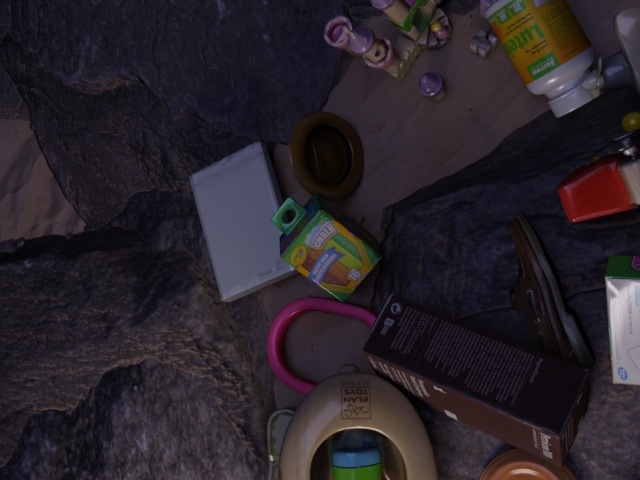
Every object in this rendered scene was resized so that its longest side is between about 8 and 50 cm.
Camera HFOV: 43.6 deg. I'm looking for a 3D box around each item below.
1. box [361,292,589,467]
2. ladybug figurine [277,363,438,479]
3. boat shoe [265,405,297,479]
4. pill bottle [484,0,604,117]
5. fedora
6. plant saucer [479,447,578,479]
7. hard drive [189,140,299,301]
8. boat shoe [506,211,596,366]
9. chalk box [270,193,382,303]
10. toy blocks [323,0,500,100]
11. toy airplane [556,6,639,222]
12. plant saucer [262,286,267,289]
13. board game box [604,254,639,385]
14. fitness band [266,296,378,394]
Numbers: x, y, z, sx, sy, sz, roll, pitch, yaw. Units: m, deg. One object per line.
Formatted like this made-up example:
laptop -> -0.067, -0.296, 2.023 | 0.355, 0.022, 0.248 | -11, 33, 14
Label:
box -> 0.283, 0.253, 1.463 | 0.381, 0.191, 0.143 | 19, 67, 28
ladybug figurine -> 0.072, 0.464, 1.545 | 0.304, 0.162, 0.450 | 0, 87, 1
boat shoe -> -0.063, 0.501, 1.668 | 0.113, 0.103, 0.303 | 5, 84, 14
pill bottle -> 0.424, -0.360, 1.492 | 0.136, 0.136, 0.246 | -30, 94, 20
fedora -> 0.002, -0.176, 1.720 | 0.079, 0.194, 0.195 | -18, 72, 62
plant saucer -> 0.385, 0.487, 1.483 | 0.199, 0.037, 0.200 | -4, 81, 25
hard drive -> -0.171, -0.042, 1.790 | 0.203, 0.040, 0.308 | -24, 73, 22
boat shoe -> 0.399, 0.101, 1.485 | 0.104, 0.110, 0.308 | -25, 73, 20
chalk box -> 0.000, 0.000, 1.631 | 0.213, 0.132, 0.132 | 36, 103, -14
toy blocks -> 0.177, -0.465, 1.588 | 0.309, 0.260, 0.289 | 38, 100, 26
toy airplane -> 0.602, -0.155, 1.362 | 0.384, 0.272, 0.386 | 21, 83, -11
plant saucer -> -0.164, 0.017, 1.821 | 0.198, 0.036, 0.199 | -4, 81, 27
board game box -> 0.640, 0.142, 1.308 | 0.316, 0.064, 0.242 | 2, 125, 26
fitness band -> 0.020, 0.230, 1.691 | 0.290, 0.054, 0.209 | 9, 87, 26
